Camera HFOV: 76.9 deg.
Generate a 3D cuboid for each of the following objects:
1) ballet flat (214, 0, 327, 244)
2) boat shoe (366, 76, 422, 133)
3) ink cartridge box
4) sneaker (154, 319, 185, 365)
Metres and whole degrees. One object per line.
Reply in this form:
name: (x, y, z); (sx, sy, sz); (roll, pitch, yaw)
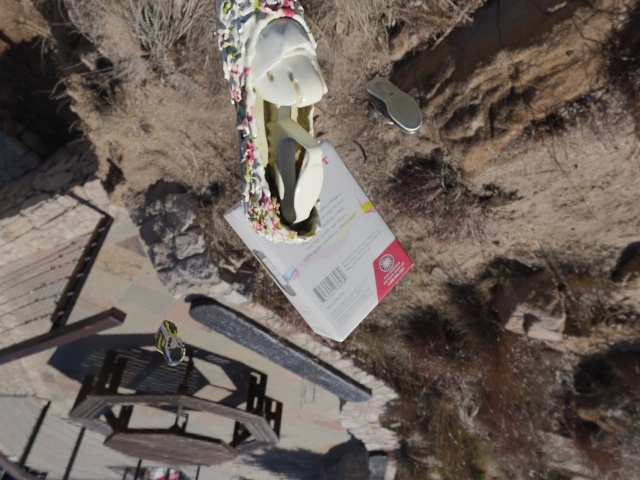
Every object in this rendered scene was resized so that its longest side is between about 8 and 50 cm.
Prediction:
ballet flat: (-0.027, -0.100, 0.335); (0.091, 0.077, 0.241); (-29, 132, -32)
boat shoe: (0.208, -0.365, 1.124); (0.083, 0.233, 0.079); (-26, 145, -8)
ink cartridge box: (0.000, 0.000, 0.776); (0.306, 0.226, 0.131); (53, 159, -11)
sneaker: (-0.229, 0.159, 0.607); (0.031, 0.083, 0.035); (30, 106, -40)
